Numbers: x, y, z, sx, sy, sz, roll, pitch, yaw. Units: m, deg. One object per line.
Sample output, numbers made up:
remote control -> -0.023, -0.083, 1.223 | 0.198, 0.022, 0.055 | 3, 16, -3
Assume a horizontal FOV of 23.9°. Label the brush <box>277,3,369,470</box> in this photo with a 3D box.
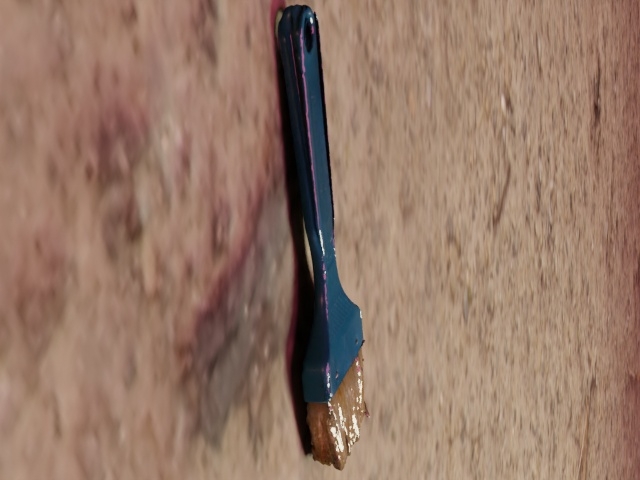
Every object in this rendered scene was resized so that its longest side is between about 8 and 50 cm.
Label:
brush -> 0.000, 0.000, 0.516 | 0.051, 0.014, 0.164 | -57, 145, -64
